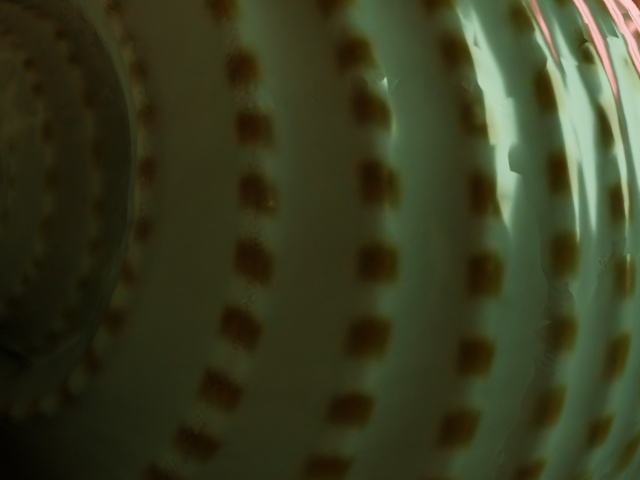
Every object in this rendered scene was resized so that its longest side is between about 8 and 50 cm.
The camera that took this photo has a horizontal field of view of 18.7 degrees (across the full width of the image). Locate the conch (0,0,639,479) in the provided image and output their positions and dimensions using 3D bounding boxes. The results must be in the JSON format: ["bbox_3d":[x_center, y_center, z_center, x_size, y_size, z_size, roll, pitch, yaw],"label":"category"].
[{"bbox_3d":[-0.010,0.012,0.598,0.303,0.215,0.319,16,-17,47],"label":"conch"}]
